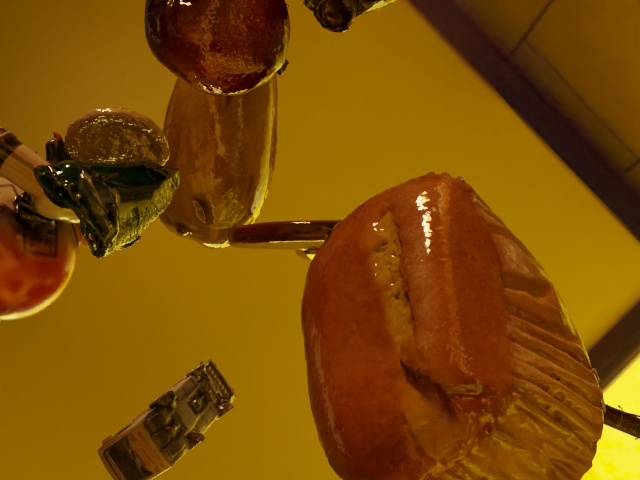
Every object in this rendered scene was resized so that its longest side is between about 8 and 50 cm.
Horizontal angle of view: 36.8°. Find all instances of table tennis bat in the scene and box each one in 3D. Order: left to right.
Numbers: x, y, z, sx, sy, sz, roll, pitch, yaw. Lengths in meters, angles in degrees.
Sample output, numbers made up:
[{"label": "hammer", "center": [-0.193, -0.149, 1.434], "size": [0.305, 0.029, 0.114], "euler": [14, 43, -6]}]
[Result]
[{"label": "table tennis bat", "center": [0.000, 0.000, 1.417], "size": [0.414, 0.268, 0.051], "euler": [143, 127, -85]}]

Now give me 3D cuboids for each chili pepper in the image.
[{"label": "chili pepper", "center": [-0.203, -0.050, 0.965], "size": [0.108, 0.062, 0.216], "euler": [54, -161, 0]}]

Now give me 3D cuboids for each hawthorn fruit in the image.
[{"label": "hawthorn fruit", "center": [-0.113, -0.244, 1.133], "size": [0.188, 0.169, 0.169], "euler": [40, 174, -41]}]

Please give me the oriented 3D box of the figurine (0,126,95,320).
[{"label": "figurine", "center": [-0.464, -0.005, 1.478], "size": [0.320, 0.323, 0.196], "euler": [13, -146, -44]}]

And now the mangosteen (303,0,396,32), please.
[{"label": "mangosteen", "center": [0.024, -0.357, 1.184], "size": [0.231, 0.289, 0.231], "euler": [9, 151, 5]}]

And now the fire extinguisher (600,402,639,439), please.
[{"label": "fire extinguisher", "center": [0.543, 0.323, 1.713], "size": [0.132, 0.056, 0.039], "euler": [23, -144, -18]}]

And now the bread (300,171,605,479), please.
[{"label": "bread", "center": [0.090, 0.081, 0.778], "size": [0.156, 0.204, 0.288], "euler": [40, -149, -38]}]

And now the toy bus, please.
[{"label": "toy bus", "center": [-0.242, 0.292, 1.584], "size": [0.097, 0.138, 0.342], "euler": [57, -163, -2]}]

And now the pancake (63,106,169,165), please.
[{"label": "pancake", "center": [-0.264, -0.124, 1.256], "size": [0.139, 0.139, 0.022], "euler": [73, -168, -54]}]

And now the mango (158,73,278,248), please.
[{"label": "mango", "center": [-0.183, -0.206, 1.831], "size": [0.220, 0.445, 0.301], "euler": [15, -179, 12]}]
